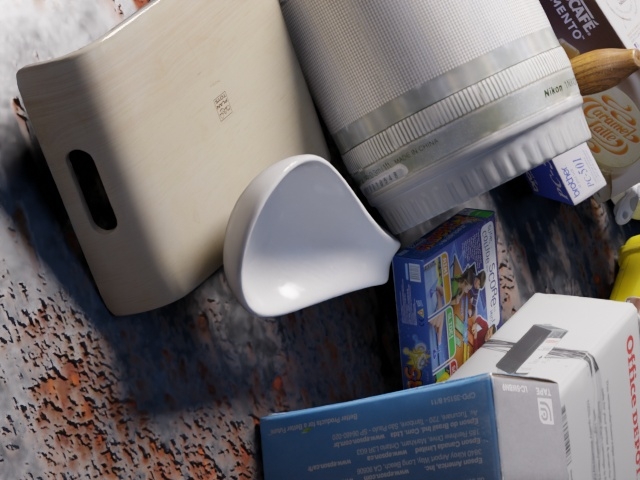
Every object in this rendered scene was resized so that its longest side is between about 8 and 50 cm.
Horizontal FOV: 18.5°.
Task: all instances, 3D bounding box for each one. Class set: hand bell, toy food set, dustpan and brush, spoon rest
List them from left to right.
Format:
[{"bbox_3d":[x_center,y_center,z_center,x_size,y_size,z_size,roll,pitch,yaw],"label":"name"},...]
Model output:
[{"bbox_3d":[-0.115,-0.106,1.618,0.306,0.092,0.219,-45,124,-46],"label":"toy food set"},{"bbox_3d":[0.000,0.000,1.638,0.276,0.084,0.137,7,103,-68],"label":"spoon rest"},{"bbox_3d":[0.199,-0.139,1.870,0.126,0.242,0.126,20,64,-46],"label":"hand bell"},{"bbox_3d":[0.347,-0.064,2.169,0.211,0.060,0.147,-44,112,-48],"label":"dustpan and brush"}]

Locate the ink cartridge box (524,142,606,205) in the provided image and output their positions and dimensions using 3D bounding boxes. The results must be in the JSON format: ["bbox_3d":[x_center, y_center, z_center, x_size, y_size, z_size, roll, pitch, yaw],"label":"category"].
[{"bbox_3d":[0.209,-0.138,1.994,0.046,0.097,0.207,-33,107,-12],"label":"ink cartridge box"}]

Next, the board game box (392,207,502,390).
[{"bbox_3d":[0.122,0.086,1.815,0.136,0.035,0.201,-31,122,-50],"label":"board game box"}]

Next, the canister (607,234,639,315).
[{"bbox_3d":[0.356,0.095,2.119,0.126,0.073,0.170,50,46,-27],"label":"canister"}]

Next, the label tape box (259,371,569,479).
[{"bbox_3d":[0.083,0.291,1.588,0.106,0.241,0.333,11,71,-50],"label":"label tape box"}]

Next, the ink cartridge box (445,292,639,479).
[{"bbox_3d":[0.198,0.195,1.816,0.273,0.114,0.197,-37,127,-48],"label":"ink cartridge box"}]

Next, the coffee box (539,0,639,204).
[{"bbox_3d":[0.290,-0.182,2.037,0.098,0.141,0.246,-36,94,-47],"label":"coffee box"}]

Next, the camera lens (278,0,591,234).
[{"bbox_3d":[0.093,-0.170,1.747,0.219,0.219,0.274,-25,89,-51],"label":"camera lens"}]
